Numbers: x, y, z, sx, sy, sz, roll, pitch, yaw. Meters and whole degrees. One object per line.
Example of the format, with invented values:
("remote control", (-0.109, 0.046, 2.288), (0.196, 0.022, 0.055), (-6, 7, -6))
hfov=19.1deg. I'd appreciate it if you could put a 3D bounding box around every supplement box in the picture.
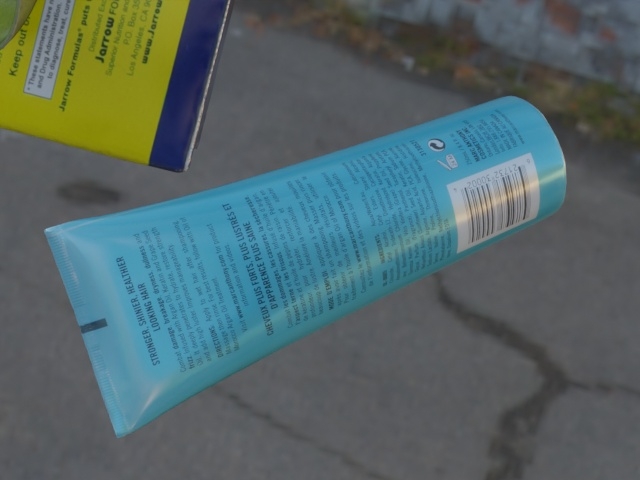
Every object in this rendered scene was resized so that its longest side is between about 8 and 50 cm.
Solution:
("supplement box", (-0.238, -0.189, 1.318), (0.356, 0.195, 0.194), (15, 7, -3))

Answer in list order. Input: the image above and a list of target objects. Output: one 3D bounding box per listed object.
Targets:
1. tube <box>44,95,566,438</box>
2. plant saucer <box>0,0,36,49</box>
("tube", (0.000, 0.000, 0.729), (0.207, 0.080, 0.052), (-21, 0, -27))
("plant saucer", (-0.212, -0.229, 1.095), (0.037, 0.241, 0.241), (-22, 41, -25))
